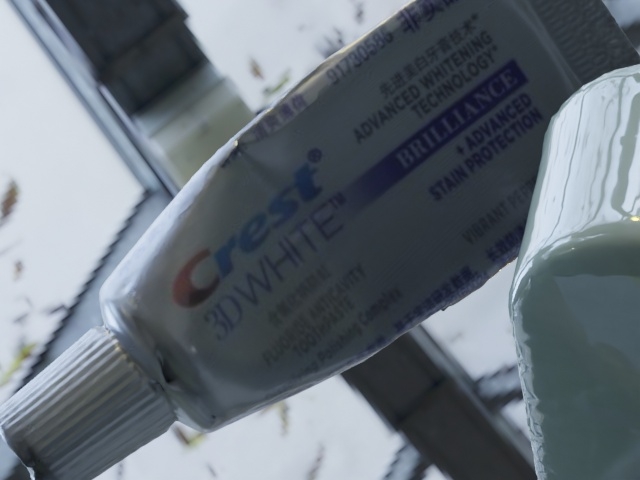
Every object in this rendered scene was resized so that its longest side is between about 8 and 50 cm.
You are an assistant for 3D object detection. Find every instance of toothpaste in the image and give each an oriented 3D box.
[{"bbox_3d":[0.001,0.001,0.722,0.282,0.068,0.099,-36,-43,-2],"label":"toothpaste"}]

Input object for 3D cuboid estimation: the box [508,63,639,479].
[{"bbox_3d":[0.252,0.101,0.568,0.373,0.367,0.090,74,-150,-52],"label":"box"}]
